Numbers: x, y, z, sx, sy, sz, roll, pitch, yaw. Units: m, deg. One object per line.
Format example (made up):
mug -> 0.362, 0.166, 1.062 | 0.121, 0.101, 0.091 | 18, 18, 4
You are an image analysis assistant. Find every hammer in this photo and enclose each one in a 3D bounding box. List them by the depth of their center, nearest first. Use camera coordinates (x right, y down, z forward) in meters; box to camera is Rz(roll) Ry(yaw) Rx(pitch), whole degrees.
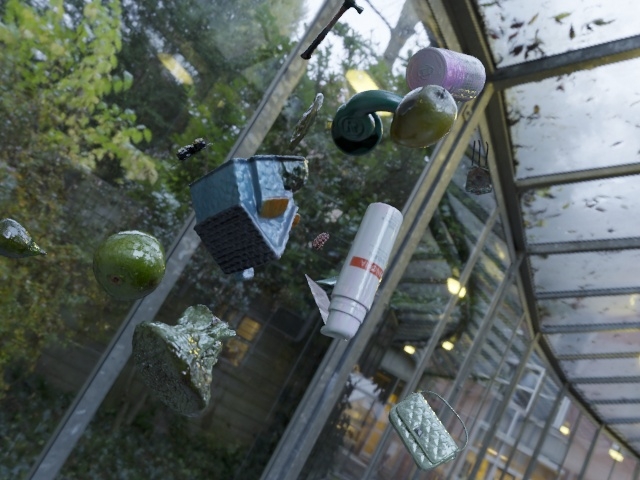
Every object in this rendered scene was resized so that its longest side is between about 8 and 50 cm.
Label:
hammer -> 0.025, -0.739, 1.887 | 0.111, 0.033, 0.287 | 38, -48, -14

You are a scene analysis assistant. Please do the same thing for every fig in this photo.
fig -> -0.954, 0.013, 1.700 | 0.117, 0.117, 0.177 | 21, -19, 33
fig -> -0.793, 0.090, 2.294 | 0.316, 0.316, 0.316 | 28, -13, 7

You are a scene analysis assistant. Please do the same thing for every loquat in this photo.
loquat -> 0.261, -0.316, 1.401 | 0.152, 0.152, 0.195 | 34, -49, -19

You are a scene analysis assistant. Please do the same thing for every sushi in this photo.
sushi -> -0.506, -0.350, 2.081 | 0.043, 0.192, 0.279 | 61, -4, -16

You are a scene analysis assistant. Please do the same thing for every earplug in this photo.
earplug -> 0.145, -0.379, 1.687 | 0.164, 0.257, 0.280 | 46, 15, 1

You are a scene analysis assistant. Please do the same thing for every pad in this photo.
pad -> 0.015, 0.180, 1.460 | 0.113, 0.006, 0.188 | 43, 15, -44

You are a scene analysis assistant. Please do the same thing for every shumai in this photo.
shumai -> -0.481, 0.413, 1.991 | 0.324, 0.323, 0.398 | -13, -72, 42

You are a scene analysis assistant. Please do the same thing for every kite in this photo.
kite -> 0.666, -0.302, 2.244 | 0.127, 0.230, 0.016 | 13, 17, 41

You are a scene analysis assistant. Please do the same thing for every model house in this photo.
model house -> -0.196, -0.056, 1.679 | 0.297, 0.339, 0.360 | -1, -10, -41

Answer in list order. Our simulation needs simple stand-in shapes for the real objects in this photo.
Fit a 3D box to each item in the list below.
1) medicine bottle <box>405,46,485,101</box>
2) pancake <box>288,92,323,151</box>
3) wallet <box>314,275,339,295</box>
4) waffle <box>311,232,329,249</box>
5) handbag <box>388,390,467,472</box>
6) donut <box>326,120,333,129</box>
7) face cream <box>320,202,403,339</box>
medicine bottle -> 0.393, -0.514, 1.687 | 0.152, 0.152, 0.253 | 19, 20, 39
pancake -> -0.056, -0.435, 1.978 | 0.042, 0.223, 0.236 | 30, -34, -13
wallet -> 0.111, 0.190, 2.385 | 0.250, 0.075, 0.176 | -9, 6, -31
waffle -> 0.000, 0.000, 2.122 | 0.029, 0.083, 0.075 | 45, -14, -17
handbag -> 0.376, 0.641, 1.856 | 0.256, 0.219, 0.079 | 55, -13, 29
donut -> 0.041, -0.505, 2.377 | 0.067, 0.038, 0.083 | -7, 5, -30
face cream -> 0.101, 0.076, 1.308 | 0.101, 0.346, 0.102 | 19, -21, 8
